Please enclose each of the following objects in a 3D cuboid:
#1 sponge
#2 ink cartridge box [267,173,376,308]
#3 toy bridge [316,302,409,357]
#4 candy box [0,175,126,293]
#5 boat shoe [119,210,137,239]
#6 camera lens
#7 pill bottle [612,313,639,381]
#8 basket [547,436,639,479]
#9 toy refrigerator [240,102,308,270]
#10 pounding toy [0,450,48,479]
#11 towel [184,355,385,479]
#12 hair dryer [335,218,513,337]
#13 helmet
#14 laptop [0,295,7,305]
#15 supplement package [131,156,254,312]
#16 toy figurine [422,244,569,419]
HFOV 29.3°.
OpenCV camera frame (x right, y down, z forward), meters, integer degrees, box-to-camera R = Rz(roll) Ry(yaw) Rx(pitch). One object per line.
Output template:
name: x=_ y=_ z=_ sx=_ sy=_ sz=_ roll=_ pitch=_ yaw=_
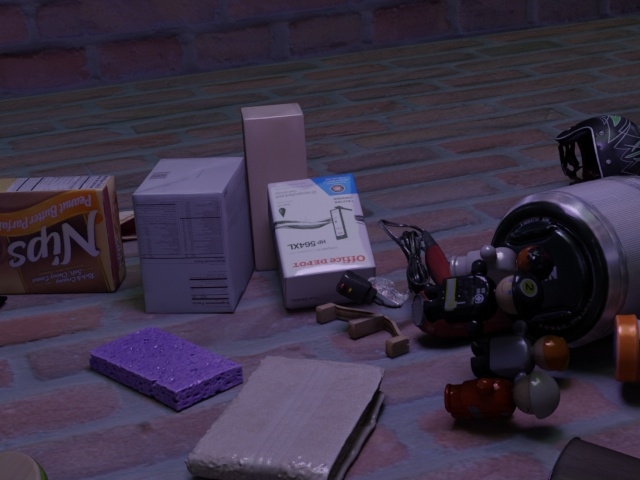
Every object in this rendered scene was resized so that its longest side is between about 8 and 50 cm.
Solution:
sponge: x=-0.221 y=0.177 z=1.736 sx=0.117 sy=0.031 sz=0.210 roll=-21 pitch=26 yaw=-40
ink cartridge box: x=0.000 y=0.000 z=1.974 sx=0.148 sy=0.086 sz=0.203 roll=-7 pitch=50 yaw=-7
toy bridge: x=0.070 y=0.127 z=1.832 sx=0.063 sy=0.026 sz=0.188 roll=-15 pitch=23 yaw=-34
candy box: x=-0.498 y=-0.008 z=2.062 sx=0.317 sy=0.182 sz=0.087 roll=-2 pitch=21 yaw=5
boat shoe: x=-0.306 y=-0.032 z=2.280 sx=0.170 sy=0.063 sz=0.059 roll=-14 pitch=23 yaw=-1
camera lens: x=0.394 y=0.025 z=1.754 sx=0.274 sy=0.219 sz=0.219 roll=-13 pitch=21 yaw=-42
pill bottle: x=0.502 y=0.140 z=1.576 sx=0.246 sy=0.130 sz=0.130 roll=0 pitch=21 yaw=9
basket: x=0.333 y=0.295 z=1.171 sx=0.227 sy=0.154 sz=0.204 roll=11 pitch=21 yaw=25
toy refrigerator: x=-0.074 y=-0.092 z=2.095 sx=0.102 sy=0.269 sz=0.094 roll=-6 pitch=20 yaw=-5
pounding toy: x=-0.355 y=0.337 z=1.271 sx=0.237 sy=0.110 sz=0.183 roll=-32 pitch=32 yaw=7
towel: x=-0.033 y=0.229 z=1.548 sx=0.187 sy=0.049 sz=0.282 roll=3 pitch=22 yaw=20
hair dryer: x=0.190 y=0.056 z=1.839 sx=0.294 sy=0.080 sz=0.223 roll=26 pitch=44 yaw=14
helmet: x=0.544 y=-0.163 z=2.340 sx=0.162 sy=0.169 sz=0.169 roll=-6 pitch=13 yaw=46
laptop: x=-0.664 y=0.081 z=1.917 sx=0.234 sy=0.136 sz=0.264 roll=3 pitch=21 yaw=15
supplement package: x=-0.203 y=-0.012 z=1.995 sx=0.149 sy=0.203 sz=0.194 roll=-1 pitch=20 yaw=8
toy figurine: x=0.239 y=0.113 z=1.577 sx=0.148 sy=0.213 sz=0.209 roll=-8 pitch=12 yaw=24
